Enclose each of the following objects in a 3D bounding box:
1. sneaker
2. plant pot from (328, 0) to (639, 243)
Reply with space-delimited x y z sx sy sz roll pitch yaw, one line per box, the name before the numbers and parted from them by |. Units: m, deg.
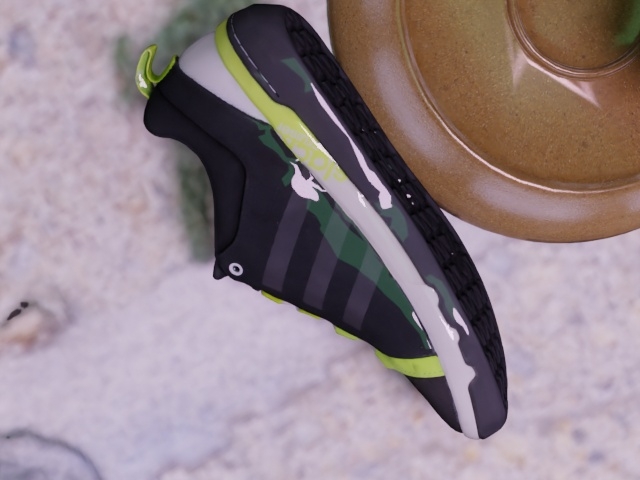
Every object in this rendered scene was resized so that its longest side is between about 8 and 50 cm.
sneaker | 0.000 0.000 0.872 0.097 0.084 0.234 -31 99 15
plant pot | 0.122 -0.115 0.901 0.236 0.032 0.236 -1 94 -13
